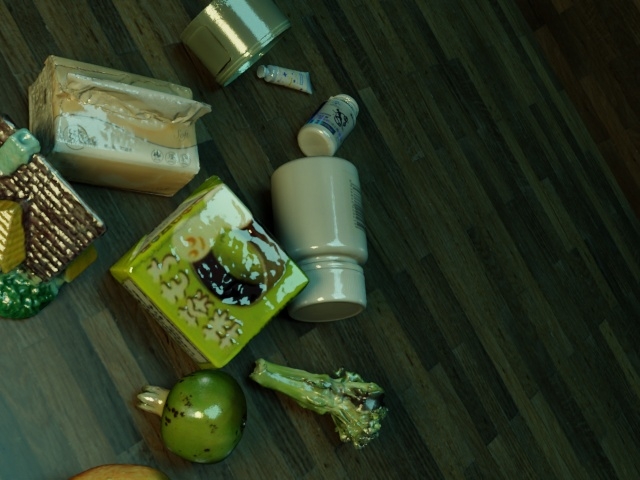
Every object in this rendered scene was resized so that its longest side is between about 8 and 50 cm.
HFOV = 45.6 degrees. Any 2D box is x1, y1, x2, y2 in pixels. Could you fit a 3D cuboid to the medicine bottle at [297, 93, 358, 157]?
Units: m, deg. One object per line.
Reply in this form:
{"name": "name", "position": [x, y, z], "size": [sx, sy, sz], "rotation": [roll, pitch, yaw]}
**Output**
{"name": "medicine bottle", "position": [0.025, -0.296, 1.964], "size": [0.107, 0.107, 0.191], "rotation": [46, 48, -13]}

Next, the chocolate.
{"name": "chocolate", "position": [-0.206, 0.068, 1.498], "size": [0.289, 0.137, 0.301], "rotation": [-44, 99, -13]}

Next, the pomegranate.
{"name": "pomegranate", "position": [-0.241, 0.322, 1.418], "size": [0.209, 0.180, 0.180], "rotation": [14, 56, 1]}

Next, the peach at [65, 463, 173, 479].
{"name": "peach", "position": [-0.321, 0.466, 1.231], "size": [0.256, 0.232, 0.232], "rotation": [-24, 85, -54]}

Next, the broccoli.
{"name": "broccoli", "position": [-0.009, 0.329, 1.627], "size": [0.304, 0.165, 0.146], "rotation": [25, 86, -13]}

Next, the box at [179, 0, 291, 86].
{"name": "box", "position": [-0.197, -0.489, 1.789], "size": [0.149, 0.226, 0.226], "rotation": [49, 47, -10]}

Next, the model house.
{"name": "model house", "position": [-0.503, -0.045, 1.305], "size": [0.280, 0.248, 0.230], "rotation": [48, 48, -11]}

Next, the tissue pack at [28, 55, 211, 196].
{"name": "tissue pack", "position": [-0.392, -0.236, 1.507], "size": [0.305, 0.238, 0.239], "rotation": [7, 65, -37]}

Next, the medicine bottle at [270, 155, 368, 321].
{"name": "medicine bottle", "position": [0.000, 0.000, 1.729], "size": [0.208, 0.208, 0.340], "rotation": [10, 65, -36]}

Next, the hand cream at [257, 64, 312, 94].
{"name": "hand cream", "position": [-0.090, -0.422, 1.976], "size": [0.170, 0.043, 0.065], "rotation": [4, 73, -44]}
